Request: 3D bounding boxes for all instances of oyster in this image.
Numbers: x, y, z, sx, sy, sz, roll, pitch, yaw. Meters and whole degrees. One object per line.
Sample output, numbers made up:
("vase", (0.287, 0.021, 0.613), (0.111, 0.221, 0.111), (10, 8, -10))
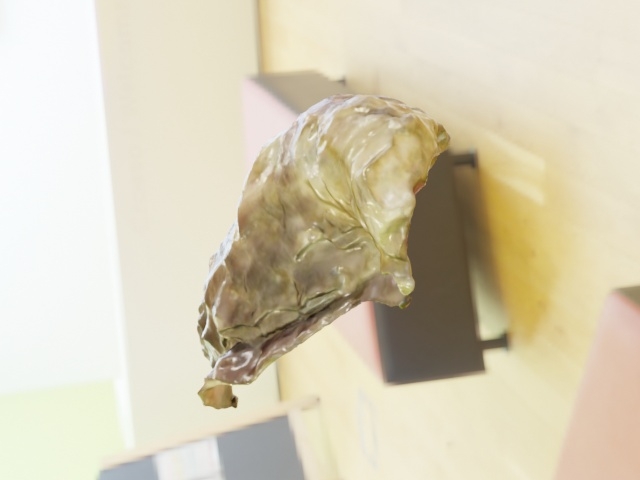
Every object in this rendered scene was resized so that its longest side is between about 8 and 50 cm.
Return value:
("oyster", (-0.010, -0.005, 0.840), (0.271, 0.100, 0.275), (-59, 12, 27))
